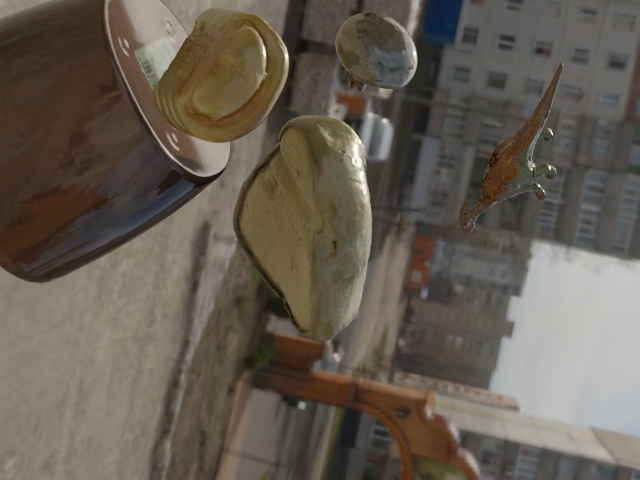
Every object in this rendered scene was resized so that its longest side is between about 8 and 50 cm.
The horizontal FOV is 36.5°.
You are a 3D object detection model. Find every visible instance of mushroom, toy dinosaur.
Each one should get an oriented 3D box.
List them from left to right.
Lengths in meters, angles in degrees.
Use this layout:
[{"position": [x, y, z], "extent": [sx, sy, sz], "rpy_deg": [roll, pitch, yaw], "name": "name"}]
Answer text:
[{"position": [0.049, -0.176, 0.947], "extent": [0.079, 0.085, 0.085], "rpy_deg": [-42, -155, 49], "name": "mushroom"}, {"position": [0.105, -0.043, 0.494], "extent": [0.026, 0.041, 0.113], "rpy_deg": [62, -40, 30], "name": "toy dinosaur"}]

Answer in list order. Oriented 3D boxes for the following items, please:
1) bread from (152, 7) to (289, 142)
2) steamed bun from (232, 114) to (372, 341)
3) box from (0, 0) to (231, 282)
[{"position": [-0.084, -0.139, 0.845], "extent": [0.119, 0.084, 0.177], "rpy_deg": [-53, -158, 1], "name": "bread"}, {"position": [0.002, -0.029, 1.059], "extent": [0.231, 0.110, 0.213], "rpy_deg": [55, -41, 39], "name": "steamed bun"}, {"position": [-0.243, -0.125, 1.022], "extent": [0.301, 0.216, 0.301], "rpy_deg": [54, 23, -36], "name": "box"}]
